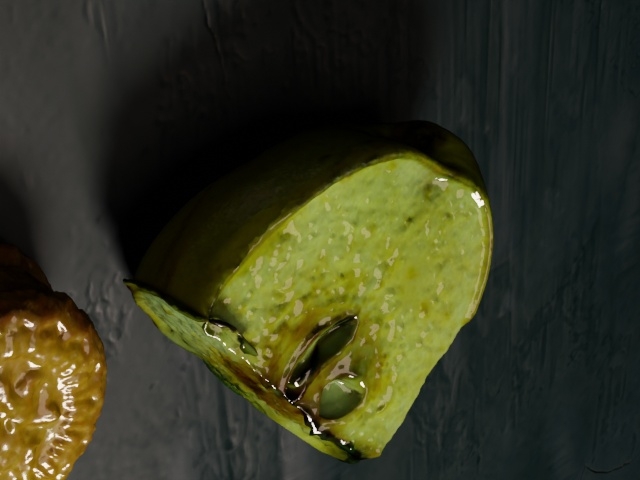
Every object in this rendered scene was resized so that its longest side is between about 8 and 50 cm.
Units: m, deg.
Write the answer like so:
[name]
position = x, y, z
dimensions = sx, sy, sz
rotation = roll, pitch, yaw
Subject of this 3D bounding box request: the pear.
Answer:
[pear]
position = 0.000, 0.000, 1.083
dimensions = 0.255, 0.164, 0.238
rotation = -54, 131, -9

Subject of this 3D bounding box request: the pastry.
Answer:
[pastry]
position = -0.232, 0.097, 0.957
dimensions = 0.189, 0.103, 0.188
rotation = -25, 132, -31
